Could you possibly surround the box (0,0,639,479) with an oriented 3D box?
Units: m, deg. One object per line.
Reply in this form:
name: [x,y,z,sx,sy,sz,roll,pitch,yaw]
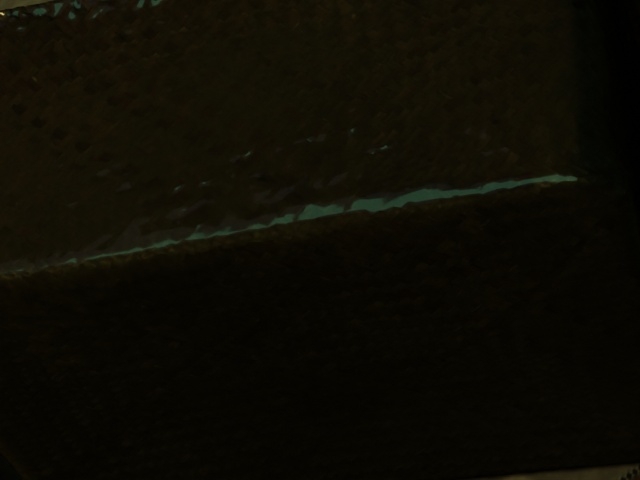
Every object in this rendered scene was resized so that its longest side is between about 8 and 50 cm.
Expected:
box: [0.000,-0.002,0.740,0.273,0.184,0.143,-10,52,16]
